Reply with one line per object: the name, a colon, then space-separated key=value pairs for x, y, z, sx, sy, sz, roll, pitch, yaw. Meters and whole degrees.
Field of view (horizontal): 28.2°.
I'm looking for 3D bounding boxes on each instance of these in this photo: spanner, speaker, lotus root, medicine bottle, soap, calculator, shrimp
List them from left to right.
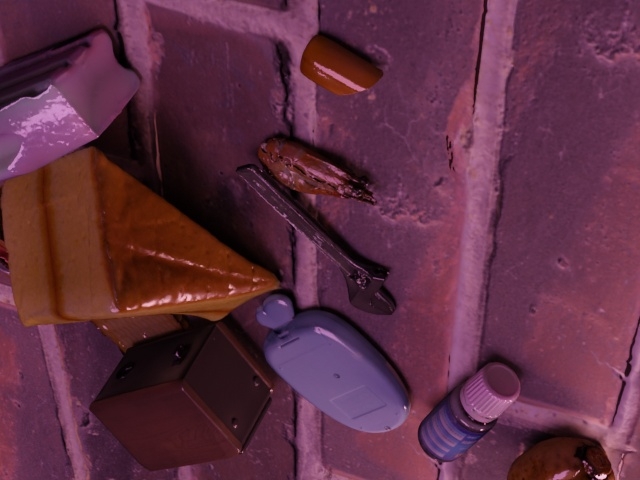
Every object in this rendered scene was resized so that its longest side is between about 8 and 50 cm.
soap: x=-0.430 y=-0.171 z=1.787 sx=0.324 sy=0.193 sz=0.109 roll=-11 pitch=123 yaw=37
speaker: x=-0.225 y=0.256 z=2.067 sx=0.231 sy=0.153 sz=0.192 roll=-19 pitch=120 yaw=39
shrimp: x=-0.004 y=-0.090 z=1.738 sx=0.184 sy=0.043 sz=0.091 roll=20 pitch=145 yaw=21
spanner: x=0.000 y=0.000 z=1.812 sx=0.325 sy=0.026 sz=0.093 roll=44 pitch=136 yaw=-22
calculator: x=0.014 y=0.196 z=1.995 sx=0.303 sy=0.042 sz=0.188 roll=42 pitch=138 yaw=-17
medicine bottle: x=0.222 y=0.255 z=1.902 sx=0.083 sy=0.083 sz=0.203 roll=32 pitch=138 yaw=-1
lotus root: x=0.348 y=0.364 z=1.910 sx=0.221 sy=0.118 sz=0.125 roll=-40 pitch=72 yaw=49

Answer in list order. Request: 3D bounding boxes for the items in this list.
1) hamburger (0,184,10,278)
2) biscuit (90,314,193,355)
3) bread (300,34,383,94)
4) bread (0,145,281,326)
hamburger: x=-0.443 y=-0.007 z=1.978 sx=0.175 sy=0.175 sz=0.137 roll=23 pitch=144 yaw=9
biscuit: x=-0.270 y=0.174 z=2.148 sx=0.172 sy=0.029 sz=0.254 roll=-20 pitch=119 yaw=40
bread: x=0.022 y=-0.210 z=1.597 sx=0.103 sy=0.049 sz=0.062 roll=31 pitch=138 yaw=3
bread: x=-0.250 y=0.004 z=1.873 sx=0.233 sy=0.362 sz=0.245 roll=-10 pitch=85 yaw=41
